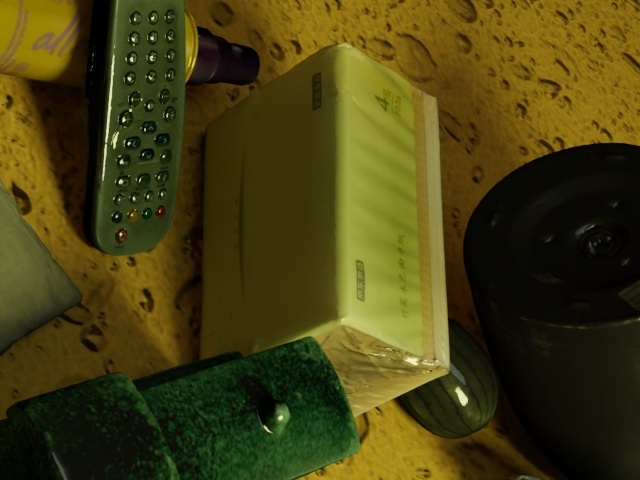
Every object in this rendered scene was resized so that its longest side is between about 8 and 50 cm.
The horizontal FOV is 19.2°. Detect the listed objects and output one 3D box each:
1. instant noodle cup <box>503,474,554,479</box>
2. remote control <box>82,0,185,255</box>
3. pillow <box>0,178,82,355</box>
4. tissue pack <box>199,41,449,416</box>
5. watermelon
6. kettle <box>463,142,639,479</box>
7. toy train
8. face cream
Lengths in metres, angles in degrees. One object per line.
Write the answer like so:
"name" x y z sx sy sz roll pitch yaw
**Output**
"instant noodle cup" 0.207 0.275 1.437 0.208 0.177 0.126 24 64 -13
"remote control" -0.128 -0.099 1.295 0.072 0.042 0.222 -9 109 -43
"pillow" -0.252 -0.028 1.197 0.230 0.050 0.148 60 33 -3
"tissue pack" 0.000 0.000 1.362 0.125 0.159 0.234 25 52 -36
"watermelon" 0.093 0.103 1.470 0.111 0.078 0.078 54 40 -8
"kettle" 0.250 0.111 1.492 0.268 0.207 0.290 48 -21 48
"toy train" -0.111 0.146 1.146 0.330 0.178 0.139 -15 80 -49
"face cream" -0.151 -0.144 1.345 0.273 0.078 0.078 7 63 -45
